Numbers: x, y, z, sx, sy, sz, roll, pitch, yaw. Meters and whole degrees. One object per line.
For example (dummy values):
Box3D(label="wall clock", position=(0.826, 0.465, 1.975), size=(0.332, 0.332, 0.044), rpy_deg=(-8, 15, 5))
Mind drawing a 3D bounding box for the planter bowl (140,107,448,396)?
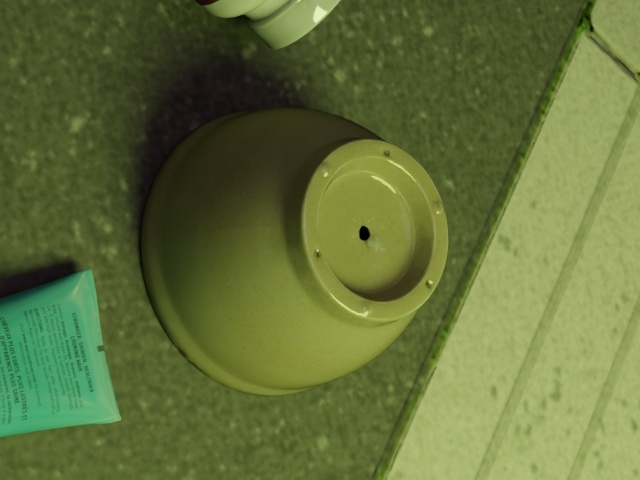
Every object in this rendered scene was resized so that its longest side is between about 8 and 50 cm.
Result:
Box3D(label="planter bowl", position=(0.000, 0.000, 0.920), size=(0.162, 0.109, 0.162), rpy_deg=(7, 79, -35))

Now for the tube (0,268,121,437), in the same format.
Box3D(label="tube", position=(-0.186, 0.069, 0.817), size=(0.207, 0.052, 0.080), rpy_deg=(-11, 94, -41))

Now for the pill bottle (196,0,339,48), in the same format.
Box3D(label="pill bottle", position=(-0.056, -0.177, 0.921), size=(0.152, 0.086, 0.086), rpy_deg=(44, 61, -22))
